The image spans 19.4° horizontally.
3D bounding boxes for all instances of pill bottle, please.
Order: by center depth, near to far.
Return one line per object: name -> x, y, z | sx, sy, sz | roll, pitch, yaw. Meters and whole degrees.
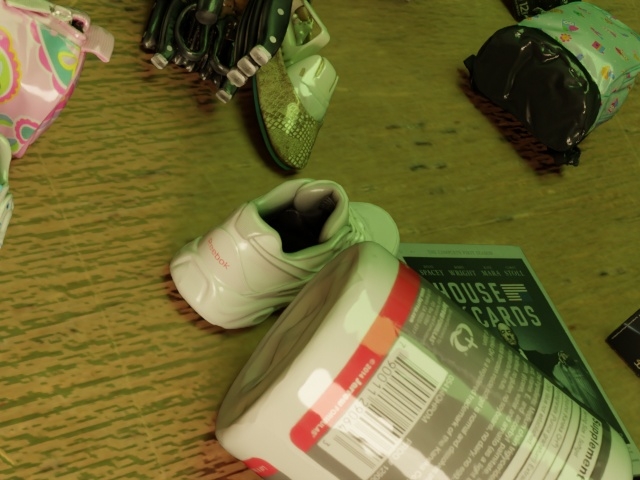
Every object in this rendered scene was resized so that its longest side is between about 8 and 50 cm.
pill bottle -> 0.100, 0.160, 1.281 | 0.318, 0.176, 0.176 | 38, 34, -9

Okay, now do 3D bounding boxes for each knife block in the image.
knife block -> -0.050, -0.257, 1.533 | 0.088, 0.276, 0.242 | 28, 7, -23

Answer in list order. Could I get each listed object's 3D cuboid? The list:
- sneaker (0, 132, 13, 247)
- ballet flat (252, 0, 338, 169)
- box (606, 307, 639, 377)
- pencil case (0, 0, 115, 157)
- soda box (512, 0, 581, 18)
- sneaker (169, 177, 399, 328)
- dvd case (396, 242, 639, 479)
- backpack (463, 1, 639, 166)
sneaker -> -0.233, -0.001, 1.194 | 0.071, 0.083, 0.191 | 27, 38, -27
ballet flat -> -0.022, -0.150, 1.581 | 0.073, 0.067, 0.206 | 42, 28, -46
box -> 0.306, 0.086, 1.663 | 0.067, 0.083, 0.018 | 48, 33, 5
pencil case -> -0.288, -0.174, 1.292 | 0.284, 0.124, 0.124 | 31, 35, -17
soda box -> 0.224, -0.325, 1.983 | 0.053, 0.060, 0.169 | -21, 99, -56
sneaker -> 0.000, 0.000, 1.405 | 0.232, 0.115, 0.090 | -16, 65, -53
dvd case -> 0.157, 0.103, 1.537 | 0.179, 0.029, 0.239 | 1, 53, -46
backpack -> 0.247, -0.164, 1.847 | 0.152, 0.115, 0.182 | 48, 31, 11
